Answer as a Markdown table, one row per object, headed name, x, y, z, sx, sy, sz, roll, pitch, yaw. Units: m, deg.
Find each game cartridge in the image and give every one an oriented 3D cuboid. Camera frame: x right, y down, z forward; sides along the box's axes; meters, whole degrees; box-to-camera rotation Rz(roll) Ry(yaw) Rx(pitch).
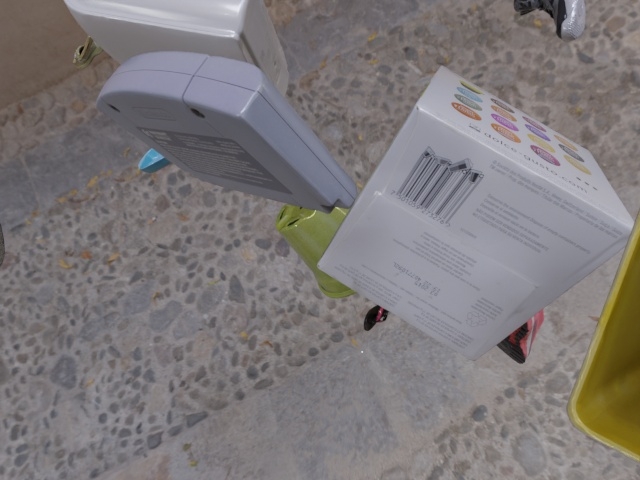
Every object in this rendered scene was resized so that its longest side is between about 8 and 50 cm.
| name | x | y | z | sx | sy | sz | roll | pitch | yaw |
| --- | --- | --- | --- | --- | --- | --- | --- | --- | --- |
| game cartridge | -0.120 | -0.118 | 0.447 | 0.297 | 0.198 | 0.062 | 18 | 72 | 39 |

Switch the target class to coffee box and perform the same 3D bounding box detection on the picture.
| name | x | y | z | sx | sy | sz | roll | pitch | yaw |
| --- | --- | --- | --- | --- | --- | --- | --- | --- | --- |
| coffee box | 0.254 | -0.062 | 0.743 | 0.338 | 0.338 | 0.334 | 32 | 37 | 2 |

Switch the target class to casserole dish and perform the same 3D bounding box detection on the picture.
| name | x | y | z | sx | sy | sz | roll | pitch | yaw |
| --- | --- | --- | --- | --- | --- | --- | --- | --- | --- |
| casserole dish | -0.468 | -0.260 | 1.209 | 0.188 | 0.037 | 0.114 | -20 | 43 | 20 |

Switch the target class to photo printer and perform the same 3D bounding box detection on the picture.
| name | x | y | z | sx | sy | sz | roll | pitch | yaw |
| --- | --- | --- | --- | --- | --- | --- | --- | --- | --- |
| photo printer | -0.226 | -0.328 | 0.661 | 0.308 | 0.256 | 0.107 | 14 | 86 | 8 |

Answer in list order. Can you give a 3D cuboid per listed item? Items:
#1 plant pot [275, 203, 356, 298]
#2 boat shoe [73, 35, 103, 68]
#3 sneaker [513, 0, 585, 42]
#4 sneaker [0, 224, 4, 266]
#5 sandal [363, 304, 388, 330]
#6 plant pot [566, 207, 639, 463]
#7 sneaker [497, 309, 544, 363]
| name | x | y | z | sx | sy | sz | roll | pitch | yaw |
| --- | --- | --- | --- | --- | --- | --- | --- | --- | --- |
| plant pot | 0.021 | -0.019 | 1.125 | 0.254 | 0.276 | 0.276 | 43 | 80 | -28 |
| boat shoe | -0.638 | -0.520 | 1.089 | 0.153 | 0.048 | 0.056 | -7 | 68 | 37 |
| sneaker | 0.570 | -0.593 | 1.007 | 0.153 | 0.101 | 0.268 | -4 | 67 | 41 |
| sneaker | -0.590 | -0.040 | 0.579 | 0.163 | 0.086 | 0.226 | -20 | 115 | -15 |
| sandal | 0.216 | 0.253 | 1.403 | 0.179 | 0.067 | 0.040 | -34 | 35 | -31 |
| plant pot | 0.325 | 0.057 | 0.248 | 0.212 | 0.187 | 0.212 | 23 | 105 | 45 |
| sneaker | 0.624 | 0.265 | 1.218 | 0.136 | 0.313 | 0.116 | -34 | 50 | -14 |
